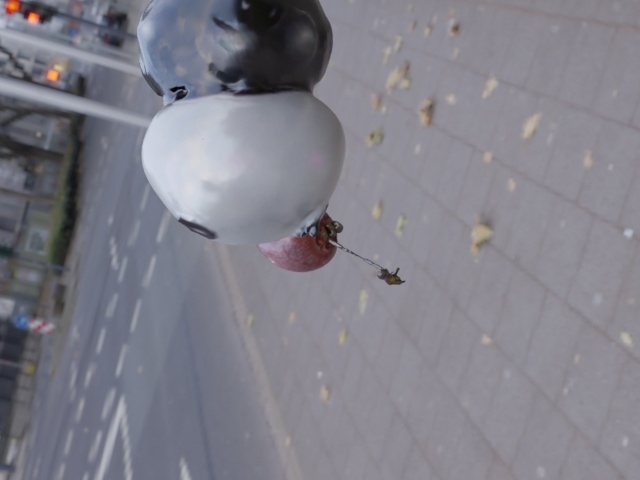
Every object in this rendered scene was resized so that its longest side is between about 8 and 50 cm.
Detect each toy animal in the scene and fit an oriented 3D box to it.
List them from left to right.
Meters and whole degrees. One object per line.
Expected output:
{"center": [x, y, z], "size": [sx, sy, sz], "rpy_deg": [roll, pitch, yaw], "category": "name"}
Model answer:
{"center": [-0.072, -0.111, 0.991], "size": [0.165, 0.187, 0.235], "rpy_deg": [144, 119, -82], "category": "toy animal"}

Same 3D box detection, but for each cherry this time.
{"center": [0.000, 0.000, 1.349], "size": [0.225, 0.107, 0.090], "rpy_deg": [14, 55, 41], "category": "cherry"}
